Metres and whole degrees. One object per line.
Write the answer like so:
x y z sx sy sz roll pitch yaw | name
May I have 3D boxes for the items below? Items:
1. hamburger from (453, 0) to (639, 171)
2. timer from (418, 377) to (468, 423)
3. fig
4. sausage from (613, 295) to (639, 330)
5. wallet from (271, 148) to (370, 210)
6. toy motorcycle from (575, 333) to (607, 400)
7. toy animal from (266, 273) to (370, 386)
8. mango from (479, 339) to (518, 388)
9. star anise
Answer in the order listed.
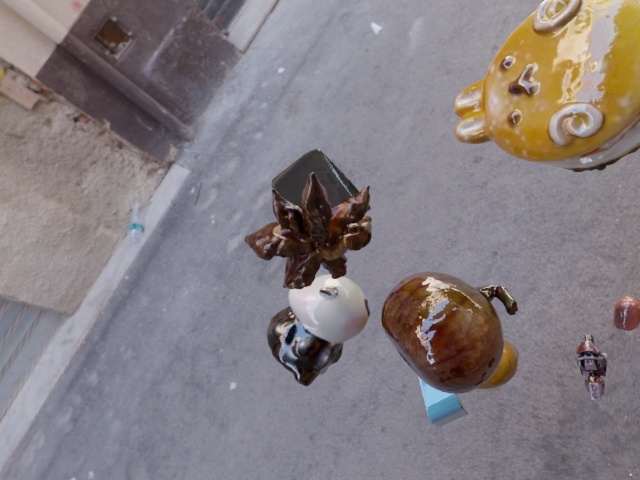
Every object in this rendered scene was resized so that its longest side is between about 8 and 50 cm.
0.376 -0.246 0.655 0.303 0.187 0.260 10 101 60 | hamburger
0.313 0.385 1.152 0.091 0.232 0.249 -28 55 10 | timer
0.230 0.164 0.753 0.235 0.235 0.214 13 53 41 | fig
0.792 0.189 1.040 0.054 0.094 0.059 -12 21 -16 | sausage
-0.006 -0.098 0.859 0.052 0.168 0.245 -46 14 -26 | wallet
0.889 0.415 1.316 0.082 0.122 0.213 -12 74 39 | toy motorcycle
-0.006 0.202 1.037 0.266 0.213 0.212 -55 46 9 | toy animal
0.481 0.351 1.172 0.176 0.255 0.139 -19 71 26 | mango
-0.006 -0.001 0.585 0.196 0.212 0.111 -24 64 20 | star anise
